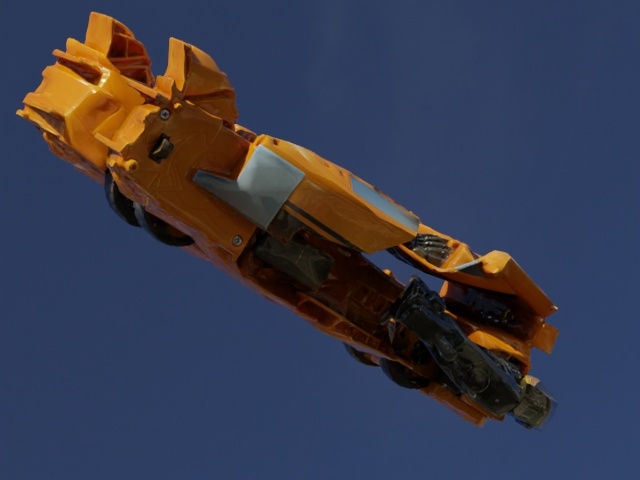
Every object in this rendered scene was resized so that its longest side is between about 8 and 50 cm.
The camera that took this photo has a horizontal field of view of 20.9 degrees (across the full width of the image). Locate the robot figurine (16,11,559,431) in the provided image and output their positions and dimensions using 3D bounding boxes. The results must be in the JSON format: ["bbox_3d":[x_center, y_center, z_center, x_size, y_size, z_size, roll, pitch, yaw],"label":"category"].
[{"bbox_3d":[0.000,0.000,0.863,0.291,0.211,0.085,32,-92,-31],"label":"robot figurine"}]
